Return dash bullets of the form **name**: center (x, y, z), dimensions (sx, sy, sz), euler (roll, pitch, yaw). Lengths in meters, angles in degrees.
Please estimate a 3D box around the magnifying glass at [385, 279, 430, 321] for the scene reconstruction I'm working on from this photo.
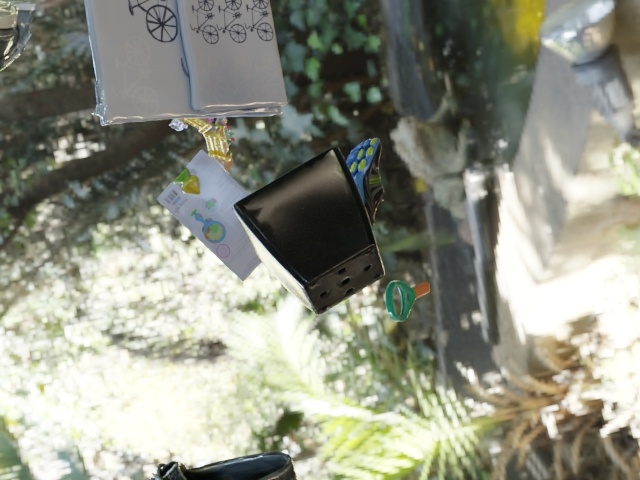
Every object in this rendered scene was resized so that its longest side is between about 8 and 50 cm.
- **magnifying glass**: center (0.200, 0.126, 2.318), dimensions (0.231, 0.026, 0.092), euler (-16, -82, -65)

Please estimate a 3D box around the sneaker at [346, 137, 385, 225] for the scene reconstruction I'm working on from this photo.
- **sneaker**: center (0.092, -0.115, 2.055), dimensions (0.078, 0.067, 0.188), euler (19, -106, -46)

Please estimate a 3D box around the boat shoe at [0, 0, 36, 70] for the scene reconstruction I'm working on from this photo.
- **boat shoe**: center (-0.523, -0.336, 1.631), dimensions (0.319, 0.116, 0.099), euler (-122, 39, -68)

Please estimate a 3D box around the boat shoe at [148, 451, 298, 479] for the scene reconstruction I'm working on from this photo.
- **boat shoe**: center (-0.191, 0.352, 1.394), dimensions (0.121, 0.335, 0.119), euler (-132, 35, -62)

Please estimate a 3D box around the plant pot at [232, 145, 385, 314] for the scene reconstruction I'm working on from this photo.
- **plant pot**: center (0.000, 0.000, 1.585), dimensions (0.167, 0.187, 0.188), euler (57, 175, 28)

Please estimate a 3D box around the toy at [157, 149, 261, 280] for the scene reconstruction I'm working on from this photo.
- **toy**: center (-0.190, -0.052, 2.020), dimensions (0.237, 0.137, 0.056), euler (43, -171, -4)

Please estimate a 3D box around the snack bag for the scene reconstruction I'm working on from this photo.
- **snack bag**: center (-0.226, -0.356, 1.663), dimensions (0.037, 0.343, 0.323), euler (-10, 88, 57)

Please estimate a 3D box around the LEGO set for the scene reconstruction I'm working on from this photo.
- **LEGO set**: center (-0.234, -0.256, 2.070), dimensions (0.287, 0.132, 0.107), euler (39, -120, -42)
